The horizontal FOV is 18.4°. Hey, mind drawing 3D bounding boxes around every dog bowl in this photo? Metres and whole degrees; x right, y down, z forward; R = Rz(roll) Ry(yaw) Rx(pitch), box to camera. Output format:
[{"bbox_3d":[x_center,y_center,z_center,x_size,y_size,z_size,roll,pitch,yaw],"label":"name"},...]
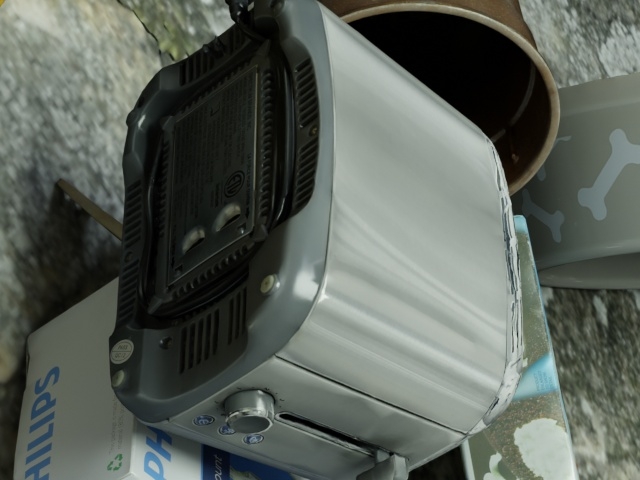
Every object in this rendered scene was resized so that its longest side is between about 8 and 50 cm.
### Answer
[{"bbox_3d":[0.271,-0.033,1.250,0.349,0.349,0.102,7,77,-54],"label":"dog bowl"}]

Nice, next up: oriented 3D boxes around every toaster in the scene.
[{"bbox_3d":[0.000,0.000,0.853,0.146,0.129,0.227,31,41,-34],"label":"toaster"}]

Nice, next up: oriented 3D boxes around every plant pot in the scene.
[{"bbox_3d":[0.049,-0.123,1.147,0.167,0.167,0.165,41,33,-34],"label":"plant pot"}]

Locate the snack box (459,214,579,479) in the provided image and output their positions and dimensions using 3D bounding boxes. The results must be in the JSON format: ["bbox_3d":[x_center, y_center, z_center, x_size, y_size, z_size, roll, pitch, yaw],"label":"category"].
[{"bbox_3d":[0.116,0.169,1.060,0.187,0.060,0.322,70,10,-68],"label":"snack box"}]

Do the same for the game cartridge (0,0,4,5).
[{"bbox_3d":[-0.202,-0.169,0.692,0.285,0.052,0.324,62,33,-34],"label":"game cartridge"}]

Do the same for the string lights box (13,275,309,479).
[{"bbox_3d":[-0.027,0.144,0.913,0.259,0.077,0.133,44,27,-32],"label":"string lights box"}]

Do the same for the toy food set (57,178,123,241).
[{"bbox_3d":[-0.033,0.031,0.966,0.192,0.038,0.132,43,-6,-32],"label":"toy food set"}]
